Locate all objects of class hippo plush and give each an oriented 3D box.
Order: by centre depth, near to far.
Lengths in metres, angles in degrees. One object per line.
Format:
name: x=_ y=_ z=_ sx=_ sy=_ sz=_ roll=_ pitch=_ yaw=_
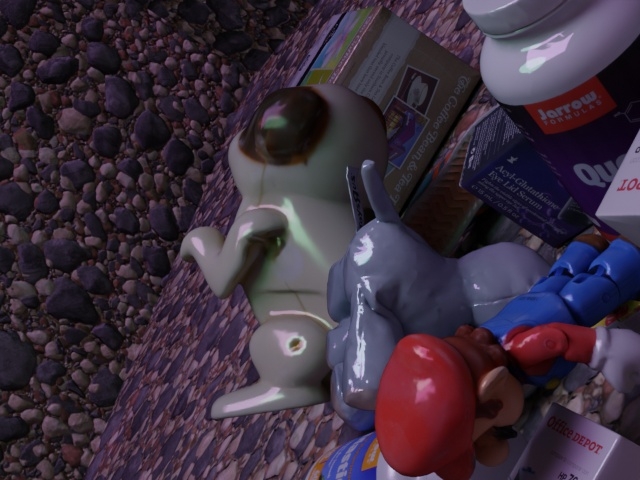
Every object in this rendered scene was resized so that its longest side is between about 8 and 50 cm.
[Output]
hippo plush: x=0.136 y=0.069 z=1.452 sx=0.234 sy=0.236 sz=0.294 roll=-178 pitch=91 yaw=-82

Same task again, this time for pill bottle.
pill bottle: x=0.277 y=-0.143 z=1.248 sx=0.181 sy=0.323 sz=0.181 roll=-33 pitch=29 yaw=21
pill bottle: x=0.103 y=0.265 z=1.375 sx=0.272 sy=0.152 sz=0.152 roll=-36 pitch=27 yaw=55

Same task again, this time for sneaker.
sneaker: x=0.211 y=-0.095 z=1.796 sx=0.302 sy=0.108 sz=0.121 roll=-46 pitch=6 yaw=11

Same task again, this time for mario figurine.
mario figurine: x=0.190 y=0.126 z=1.209 sx=0.320 sy=0.170 sz=0.198 roll=-33 pitch=-22 yaw=-23

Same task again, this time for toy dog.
toy dog: x=0.000 y=0.000 z=1.672 sx=0.395 sy=0.284 sz=0.408 roll=-17 pitch=83 yaw=42

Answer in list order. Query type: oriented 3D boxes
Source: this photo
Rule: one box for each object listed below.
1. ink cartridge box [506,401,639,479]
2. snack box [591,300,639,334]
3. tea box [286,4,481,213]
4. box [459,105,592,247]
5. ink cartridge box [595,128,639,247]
ink cartridge box: x=0.219 y=0.256 z=1.171 sx=0.190 sy=0.082 sz=0.139 roll=-60 pitch=16 yaw=-3
snack box: x=0.313 y=0.046 z=1.356 sx=0.100 sy=0.037 sz=0.141 roll=-40 pitch=23 yaw=43
tea box: x=0.062 y=-0.206 z=2.247 sx=0.329 sy=0.220 sz=0.323 roll=-59 pitch=16 yaw=-3
box: x=0.288 y=-0.109 z=1.511 sx=0.207 sy=0.153 sz=0.108 roll=-42 pitch=23 yaw=47
ink cartridge box: x=0.399 y=-0.085 z=1.048 sx=0.270 sy=0.197 sz=0.198 roll=-61 pitch=16 yaw=-9
